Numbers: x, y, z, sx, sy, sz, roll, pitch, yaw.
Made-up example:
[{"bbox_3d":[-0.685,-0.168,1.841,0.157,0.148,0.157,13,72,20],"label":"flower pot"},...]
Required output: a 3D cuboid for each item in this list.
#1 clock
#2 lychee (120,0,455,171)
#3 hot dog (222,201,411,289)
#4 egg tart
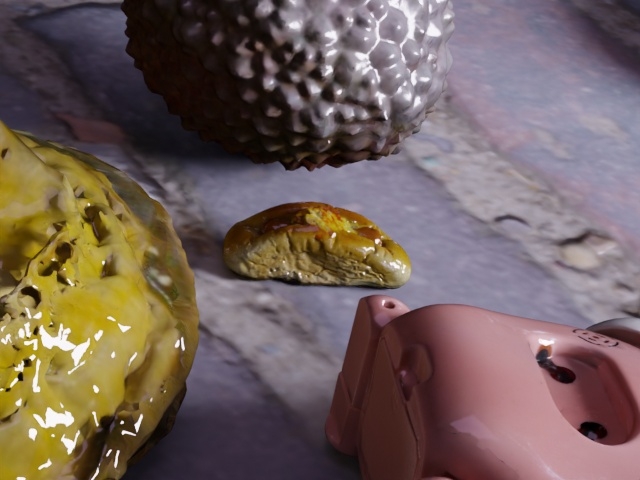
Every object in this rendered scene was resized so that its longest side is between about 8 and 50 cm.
[{"bbox_3d":[0.097,0.084,0.724,0.162,0.093,0.166,5,33,-15],"label":"clock"},{"bbox_3d":[-0.019,-0.121,0.931,0.165,0.165,0.197,-11,50,-30],"label":"lychee"},{"bbox_3d":[0.000,0.000,0.871,0.090,0.034,0.030,5,33,-9],"label":"hot dog"},{"bbox_3d":[-0.189,0.010,0.724,0.297,0.132,0.297,5,39,-4],"label":"egg tart"}]
